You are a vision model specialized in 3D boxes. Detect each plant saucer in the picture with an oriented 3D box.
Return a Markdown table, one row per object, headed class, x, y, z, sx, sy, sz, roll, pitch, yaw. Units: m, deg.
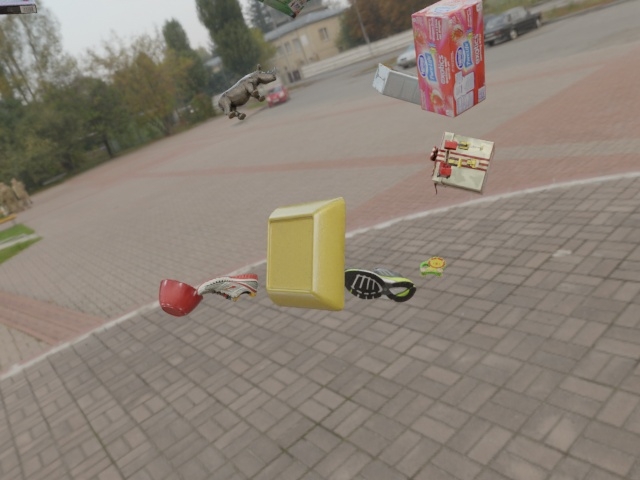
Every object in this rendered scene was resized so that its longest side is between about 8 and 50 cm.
| class | x | y | z | sx | sy | sz | roll | pitch | yaw |
| --- | --- | --- | --- | --- | --- | --- | --- | --- | --- |
| plant saucer | -0.066 | 0.042 | 1.570 | 0.081 | 0.332 | 0.333 | 6 | -6 | -41 |

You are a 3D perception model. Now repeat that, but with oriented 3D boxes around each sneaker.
| class | x | y | z | sx | sy | sz | roll | pitch | yaw |
| --- | --- | --- | --- | --- | --- | --- | --- | --- | --- |
| sneaker | -0.331 | 0.175 | 1.848 | 0.225 | 0.092 | 0.088 | -5 | -12 | -19 |
| sneaker | 0.200 | 0.151 | 1.891 | 0.300 | 0.111 | 0.121 | 15 | 18 | -27 |

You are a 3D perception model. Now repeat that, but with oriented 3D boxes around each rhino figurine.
| class | x | y | z | sx | sy | sz | roll | pitch | yaw |
| --- | --- | --- | --- | --- | --- | --- | --- | --- | --- |
| rhino figurine | -0.237 | -0.498 | 1.698 | 0.243 | 0.073 | 0.106 | -44 | 64 | -10 |

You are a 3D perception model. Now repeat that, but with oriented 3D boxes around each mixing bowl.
| class | x | y | z | sx | sy | sz | roll | pitch | yaw |
| --- | --- | --- | --- | --- | --- | --- | --- | --- | --- |
| mixing bowl | -0.570 | 0.240 | 2.045 | 0.181 | 0.181 | 0.098 | -6 | 52 | 35 |

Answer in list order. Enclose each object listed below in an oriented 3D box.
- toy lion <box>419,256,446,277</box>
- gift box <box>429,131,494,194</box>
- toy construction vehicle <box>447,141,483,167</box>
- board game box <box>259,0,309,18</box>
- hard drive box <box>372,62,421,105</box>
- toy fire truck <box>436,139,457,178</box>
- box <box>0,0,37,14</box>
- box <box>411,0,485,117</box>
| class | x | y | z | sx | sy | sz | roll | pitch | yaw |
| --- | --- | --- | --- | --- | --- | --- | --- | --- | --- |
| toy lion | 0.436 | 0.100 | 1.994 | 0.100 | 0.034 | 0.096 | 1 | 40 | 9 |
| gift box | 0.630 | -0.331 | 2.341 | 0.258 | 0.276 | 0.255 | 17 | 0 | 19 |
| toy construction vehicle | 0.468 | -0.275 | 1.661 | 0.098 | 0.086 | 0.035 | 14 | 5 | 11 |
| board game box | -0.137 | -0.956 | 1.887 | 0.213 | 0.046 | 0.317 | -38 | -20 | 31 |
| hard drive box | 0.325 | -0.562 | 1.880 | 0.232 | 0.089 | 0.181 | 12 | 25 | -13 |
| toy fire truck | 0.493 | -0.315 | 2.011 | 0.047 | 0.135 | 0.192 | 9 | 5 | 8 |
| box | -0.896 | -0.689 | 1.496 | 0.116 | 0.029 | 0.162 | -15 | 41 | -24 |
| box | 0.328 | -0.462 | 1.305 | 0.128 | 0.257 | 0.123 | -33 | 39 | -22 |
